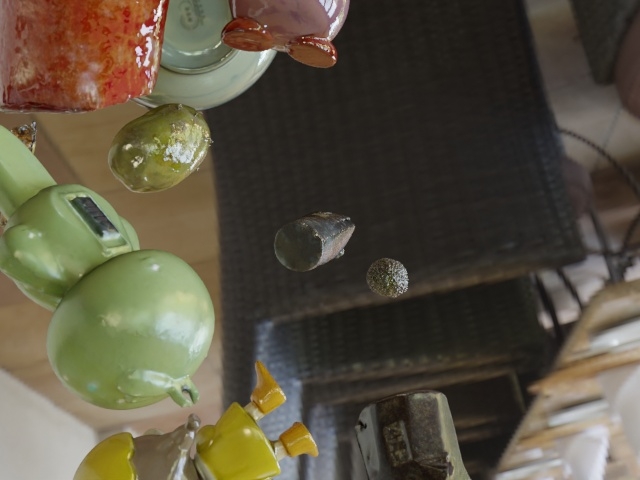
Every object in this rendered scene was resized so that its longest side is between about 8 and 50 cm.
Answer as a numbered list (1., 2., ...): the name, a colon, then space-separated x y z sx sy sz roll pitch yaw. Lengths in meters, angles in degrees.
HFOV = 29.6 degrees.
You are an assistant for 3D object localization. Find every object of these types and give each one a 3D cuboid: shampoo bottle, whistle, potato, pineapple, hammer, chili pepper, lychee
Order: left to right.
1. pineapple: -0.532 -0.112 2.111 0.047 0.221 0.221 11 156 -14
2. whistle: -0.197 0.031 0.967 0.141 0.294 0.141 -40 152 -26
3. chili pepper: -0.322 -0.326 1.660 0.251 0.305 0.229 8 -163 3
4. potato: -0.184 -0.109 1.421 0.070 0.091 0.138 -10 -158 45
5. shampoo bottle: -0.001 -0.001 1.418 0.057 0.063 0.208 21 -170 11
6. lychee: 0.108 0.061 1.962 0.067 0.068 0.083 -17 161 -3
7. hammer: 0.160 0.305 1.243 0.095 0.242 0.409 -22 156 16

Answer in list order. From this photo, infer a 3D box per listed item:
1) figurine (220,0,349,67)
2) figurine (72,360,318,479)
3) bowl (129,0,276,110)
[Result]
1. figurine: -0.043 -0.338 1.658 0.173 0.173 0.173 -12 162 -4
2. figurine: -0.180 0.324 1.681 0.344 0.215 0.187 -34 169 -16
3. bowl: -0.209 -0.358 1.885 0.354 0.353 0.185 -10 -162 -9
